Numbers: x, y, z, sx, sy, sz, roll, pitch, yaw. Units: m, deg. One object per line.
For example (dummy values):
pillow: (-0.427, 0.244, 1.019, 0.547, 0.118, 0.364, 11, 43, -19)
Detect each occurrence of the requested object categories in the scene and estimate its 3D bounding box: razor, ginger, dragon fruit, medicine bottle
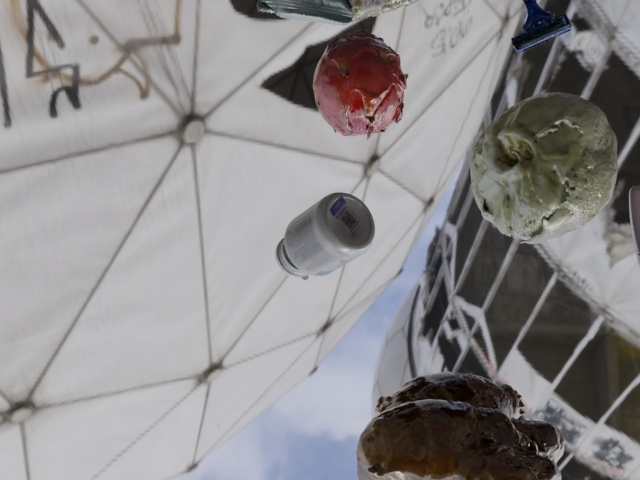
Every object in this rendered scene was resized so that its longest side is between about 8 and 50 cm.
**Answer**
razor: (0.317, -0.460, 1.332, 0.093, 0.056, 0.324, -23, -108, 21)
ginger: (0.211, 0.285, 1.178, 0.275, 0.357, 0.152, -1, -86, 18)
dragon fruit: (0.092, -0.370, 1.921, 0.241, 0.252, 0.241, 19, -170, -4)
medicine bottle: (0.000, 0.000, 1.624, 0.135, 0.215, 0.134, 15, -119, -29)

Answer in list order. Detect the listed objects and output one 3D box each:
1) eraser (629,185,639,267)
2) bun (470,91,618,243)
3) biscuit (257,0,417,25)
eraser: (0.540, 0.045, 1.148, 0.205, 0.059, 0.243, 4, -92, 13)
bun: (0.324, -0.111, 1.223, 0.141, 0.239, 0.239, 11, -136, -41)
biscuit: (0.052, -0.422, 1.358, 0.186, 0.079, 0.309, 19, -149, 26)
